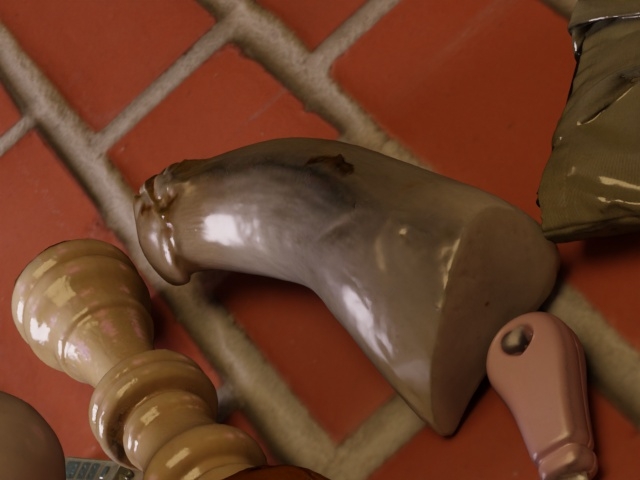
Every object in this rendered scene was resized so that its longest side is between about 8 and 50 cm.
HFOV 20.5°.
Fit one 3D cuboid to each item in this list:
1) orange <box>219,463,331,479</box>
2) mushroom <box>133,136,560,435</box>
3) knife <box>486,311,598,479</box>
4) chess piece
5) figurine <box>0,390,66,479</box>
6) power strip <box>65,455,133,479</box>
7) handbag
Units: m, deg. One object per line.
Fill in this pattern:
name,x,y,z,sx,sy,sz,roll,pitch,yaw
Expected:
orange,-0.013,0.261,1.102,0.183,0.249,0.249,-56,37,8
mushroom,-0.001,0.000,1.420,0.397,0.126,0.177,25,80,46
knife,0.159,0.184,1.172,0.081,0.043,0.336,-30,41,23
chess piece,-0.133,0.136,1.410,0.117,0.117,0.397,-42,39,-1
figurine,-0.223,0.203,1.303,0.144,0.256,0.182,-17,42,25
power strip,-0.189,0.196,1.474,0.083,0.017,0.027,-4,53,40
handbag,0.292,-0.140,1.313,0.253,0.109,0.316,-10,50,34
